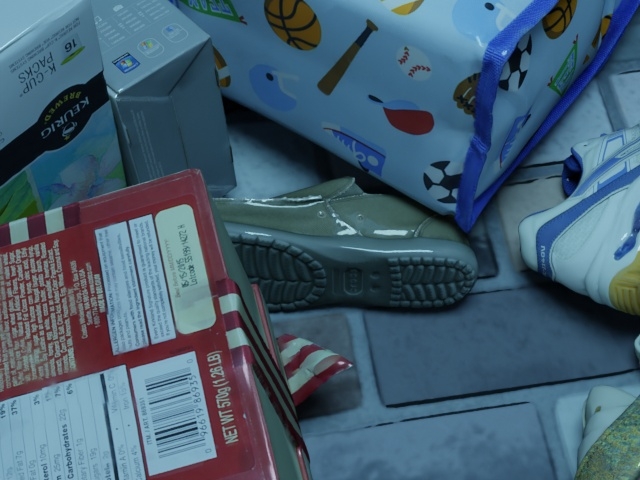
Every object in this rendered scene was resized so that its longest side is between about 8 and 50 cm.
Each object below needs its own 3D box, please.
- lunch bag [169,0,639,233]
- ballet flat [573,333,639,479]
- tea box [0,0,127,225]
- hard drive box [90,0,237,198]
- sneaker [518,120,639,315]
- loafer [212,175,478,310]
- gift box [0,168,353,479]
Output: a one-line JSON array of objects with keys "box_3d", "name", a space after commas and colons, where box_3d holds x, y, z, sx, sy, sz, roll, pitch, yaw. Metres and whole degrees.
[{"box_3d": [0.094, -0.242, 1.001, 0.328, 0.239, 0.385, 29, 56, 17], "name": "lunch bag"}, {"box_3d": [0.267, 0.120, 0.888, 0.123, 0.123, 0.348, 39, 68, 19], "name": "ballet flat"}, {"box_3d": [-0.334, -0.108, 0.873, 0.329, 0.323, 0.220, 40, 68, 19], "name": "tea box"}, {"box_3d": [-0.180, -0.140, 0.960, 0.089, 0.181, 0.232, -37, 61, -21], "name": "hard drive box"}, {"box_3d": [0.272, -0.069, 0.986, 0.131, 0.112, 0.296, 19, 49, 34], "name": "sneaker"}, {"box_3d": [0.000, 0.000, 0.962, 0.251, 0.094, 0.087, 6, 48, -3], "name": "loafer"}, {"box_3d": [-0.110, 0.136, 0.778, 0.276, 0.258, 0.255, -12, 61, 1], "name": "gift box"}]
